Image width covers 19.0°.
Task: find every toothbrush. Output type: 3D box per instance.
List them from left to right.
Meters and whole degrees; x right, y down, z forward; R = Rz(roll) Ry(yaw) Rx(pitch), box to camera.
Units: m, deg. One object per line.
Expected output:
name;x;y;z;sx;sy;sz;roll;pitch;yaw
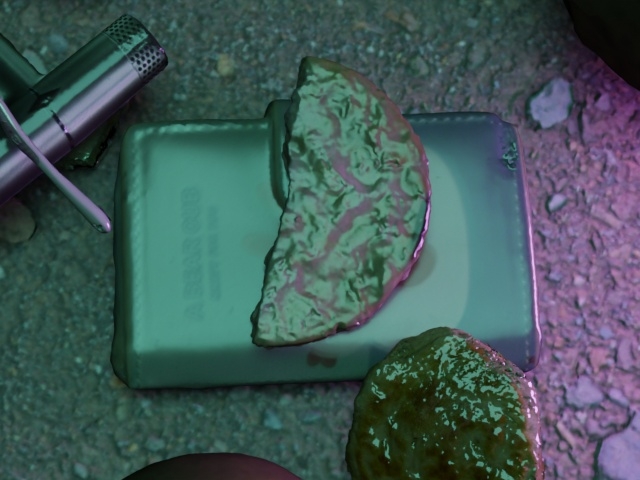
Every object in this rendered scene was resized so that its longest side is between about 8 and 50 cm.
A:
toothbrush;-0.237;-0.082;1.543;0.204;0.017;0.022;48;58;-17

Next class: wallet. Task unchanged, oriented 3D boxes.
wallet;0.000;0.000;1.635;0.360;0.083;0.252;-2;74;-3

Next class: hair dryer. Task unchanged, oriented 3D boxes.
hair dryer;-0.327;-0.104;1.651;0.284;0.155;0.320;28;67;36

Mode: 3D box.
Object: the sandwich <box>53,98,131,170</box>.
sandwich;-0.211;-0.109;1.689;0.105;0.035;0.093;-29;73;-10

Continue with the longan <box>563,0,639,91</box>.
longan;0.377;-0.290;1.600;0.391;0.391;0.391;1;69;-2

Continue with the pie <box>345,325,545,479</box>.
pie;0.102;0.166;1.559;0.163;0.079;0.193;5;93;4

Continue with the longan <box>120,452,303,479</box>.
longan;-0.092;0.279;1.448;0.248;0.248;0.248;1;69;-2

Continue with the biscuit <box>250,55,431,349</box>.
biscuit;0.024;-0.025;1.584;0.133;0.032;0.250;9;79;1
